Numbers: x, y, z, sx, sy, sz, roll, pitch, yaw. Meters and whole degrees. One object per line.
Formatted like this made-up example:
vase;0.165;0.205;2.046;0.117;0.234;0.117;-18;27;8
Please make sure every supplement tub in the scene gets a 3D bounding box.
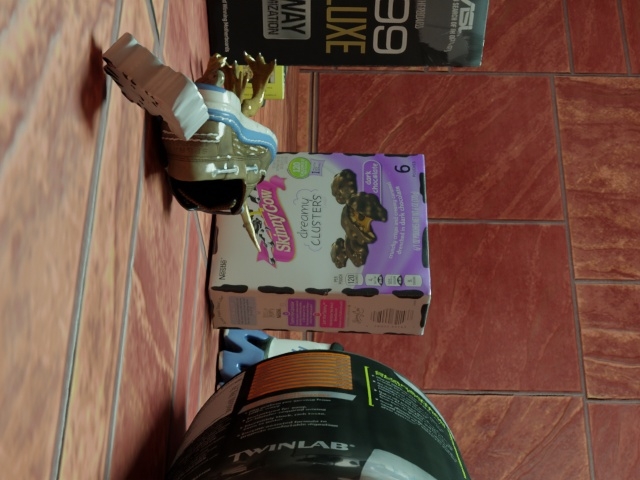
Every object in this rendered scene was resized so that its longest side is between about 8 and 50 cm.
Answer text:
supplement tub;-0.002;0.186;0.654;0.338;0.207;0.207;-77;168;-84

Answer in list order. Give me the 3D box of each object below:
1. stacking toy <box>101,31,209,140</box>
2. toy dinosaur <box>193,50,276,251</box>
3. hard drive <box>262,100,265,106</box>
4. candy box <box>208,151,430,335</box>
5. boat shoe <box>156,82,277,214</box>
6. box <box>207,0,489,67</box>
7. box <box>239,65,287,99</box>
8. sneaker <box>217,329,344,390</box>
stacking toy;-0.037;-0.157;0.434;0.167;0.052;0.221;-49;161;-14
toy dinosaur;-0.078;-0.090;0.853;0.211;0.064;0.112;69;38;-64
hard drive;-0.080;-0.239;1.308;0.135;0.022;0.094;90;1;-68
candy box;0.000;0.000;0.986;0.070;0.196;0.164;91;0;-54
boat shoe;-0.074;-0.052;0.706;0.183;0.066;0.066;35;61;-77
box;0.024;-0.287;0.860;0.076;0.242;0.307;-89;180;-47
box;-0.064;-0.272;1.120;0.087;0.058;0.232;-88;178;-58
sneaker;-0.011;0.222;1.010;0.127;0.182;0.315;87;4;-62
